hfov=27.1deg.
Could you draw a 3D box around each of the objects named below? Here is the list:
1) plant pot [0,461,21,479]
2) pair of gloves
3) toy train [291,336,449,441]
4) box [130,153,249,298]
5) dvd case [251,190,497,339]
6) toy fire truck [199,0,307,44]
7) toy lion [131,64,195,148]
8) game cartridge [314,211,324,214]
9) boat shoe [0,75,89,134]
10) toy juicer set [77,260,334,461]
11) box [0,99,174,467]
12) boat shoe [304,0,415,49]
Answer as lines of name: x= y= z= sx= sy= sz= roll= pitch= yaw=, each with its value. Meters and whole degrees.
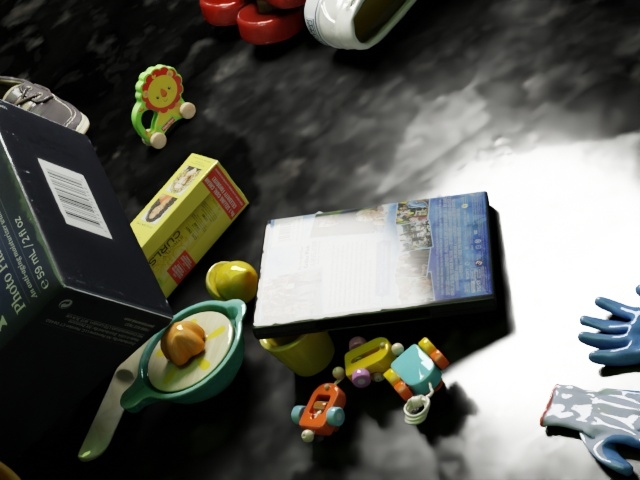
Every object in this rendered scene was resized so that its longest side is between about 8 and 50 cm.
plant pot: x=-0.428 y=0.322 z=1.415 sx=0.188 sy=0.205 sz=0.205 roll=-11 pitch=41 yaw=55
pair of gloves: x=0.283 y=0.120 z=1.184 sx=0.159 sy=0.023 sz=0.198 roll=6 pitch=53 yaw=43
toy train: x=0.057 y=0.154 z=1.315 sx=0.166 sy=0.046 sz=0.125 roll=-7 pitch=46 yaw=38
box: x=-0.195 y=0.005 z=1.648 sx=0.058 sy=0.087 sz=0.232 roll=18 pitch=61 yaw=46
dvd case: x=0.057 y=0.025 z=1.408 sx=0.253 sy=0.022 sz=0.180 roll=-7 pitch=39 yaw=10
toy fire truck: x=-0.049 y=-0.426 z=1.959 sx=0.254 sy=0.169 sz=0.302 roll=-28 pitch=34 yaw=-20
toy lion: x=-0.231 y=-0.196 z=1.888 sx=0.100 sy=0.096 sz=0.034 roll=-49 pitch=38 yaw=-15
game cartridge: x=0.000 y=0.000 z=1.553 sx=0.056 sy=0.017 sz=0.083 roll=-39 pitch=36 yaw=3
boat shoe: x=-0.462 y=-0.200 z=2.083 sx=0.103 sy=0.092 sz=0.285 roll=-49 pitch=37 yaw=-13
toy juicer set: x=-0.143 y=0.101 z=1.495 sx=0.329 sy=0.089 sz=0.209 roll=-24 pitch=38 yaw=18
box: x=-0.369 y=0.052 z=1.501 sx=0.294 sy=0.183 sz=0.296 roll=-43 pitch=56 yaw=19
boat shoe: x=0.141 y=-0.397 z=1.775 sx=0.367 sy=0.136 sz=0.156 roll=-47 pitch=37 yaw=-9
